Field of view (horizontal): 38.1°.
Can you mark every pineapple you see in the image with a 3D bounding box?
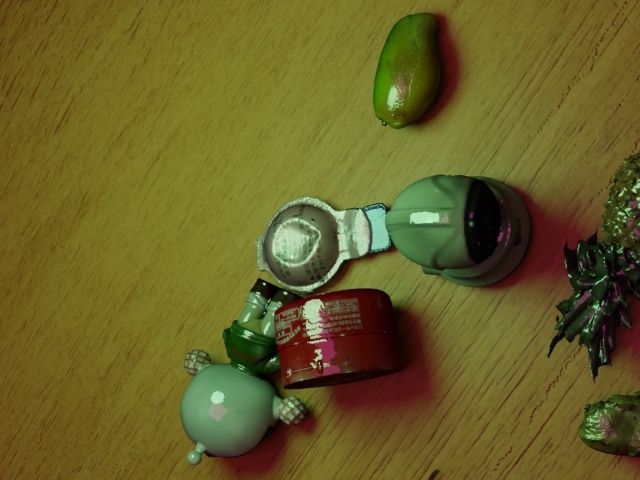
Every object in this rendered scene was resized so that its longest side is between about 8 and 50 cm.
[{"bbox_3d":[0.472,0.039,1.486,0.165,0.165,0.365,35,103,26],"label":"pineapple"}]

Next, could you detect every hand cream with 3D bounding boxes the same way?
[{"bbox_3d":[0.029,0.179,1.663,0.230,0.230,0.150,-17,76,25],"label":"hand cream"}]

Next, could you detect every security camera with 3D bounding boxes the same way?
[{"bbox_3d":[0.228,-0.026,1.549,0.191,0.277,0.197,4,86,29],"label":"security camera"}]

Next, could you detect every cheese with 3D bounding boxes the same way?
[{"bbox_3d":[0.000,0.000,1.783,0.285,0.074,0.189,-14,79,22],"label":"cheese"}]

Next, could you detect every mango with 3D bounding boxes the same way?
[{"bbox_3d":[0.167,-0.318,1.711,0.125,0.111,0.233,17,80,17],"label":"mango"}]

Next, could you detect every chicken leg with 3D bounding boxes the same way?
[{"bbox_3d":[0.525,0.293,1.469,0.227,0.088,0.103,-3,58,17],"label":"chicken leg"}]

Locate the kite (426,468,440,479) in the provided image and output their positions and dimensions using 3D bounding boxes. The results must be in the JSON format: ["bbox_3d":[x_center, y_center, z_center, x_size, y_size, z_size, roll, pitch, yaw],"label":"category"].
[{"bbox_3d":[0.163,0.525,1.661,0.141,0.015,0.245,40,100,15],"label":"kite"}]

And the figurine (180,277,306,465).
[{"bbox_3d":[-0.149,0.260,1.787,0.281,0.167,0.370,23,87,24],"label":"figurine"}]
